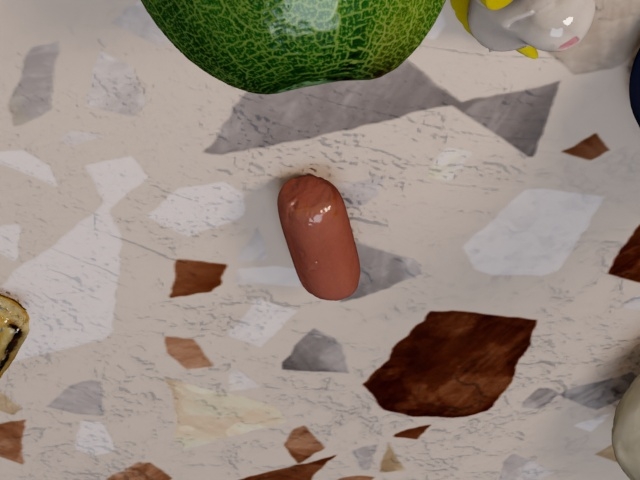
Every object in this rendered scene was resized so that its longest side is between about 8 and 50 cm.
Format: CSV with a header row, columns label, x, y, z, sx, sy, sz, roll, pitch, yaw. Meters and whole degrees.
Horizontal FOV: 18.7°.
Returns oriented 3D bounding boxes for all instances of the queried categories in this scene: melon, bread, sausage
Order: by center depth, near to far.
label,x,y,z,sx,sy,sz,roll,pitch,yaw
melon,-0.012,-0.197,1.408,0.265,0.169,0.129,-11,179,0
sausage,0.000,0.000,1.798,0.062,0.062,0.154,-11,144,4
bread,-0.324,0.094,1.873,0.072,0.053,0.106,31,130,-11

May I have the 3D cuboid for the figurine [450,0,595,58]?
label,x,y,z,sx,sy,sz,roll,pitch,yaw
figurine,0.149,-0.200,1.546,0.130,0.109,0.178,2,153,34

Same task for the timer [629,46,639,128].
label,x,y,z,sx,sy,sz,roll,pitch,yaw
timer,0.418,-0.017,1.586,0.270,0.383,0.270,-5,144,-4

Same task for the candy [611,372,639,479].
label,x,y,z,sx,sy,sz,roll,pitch,yaw
candy,0.523,0.188,2.068,0.427,0.186,0.386,-10,148,9
